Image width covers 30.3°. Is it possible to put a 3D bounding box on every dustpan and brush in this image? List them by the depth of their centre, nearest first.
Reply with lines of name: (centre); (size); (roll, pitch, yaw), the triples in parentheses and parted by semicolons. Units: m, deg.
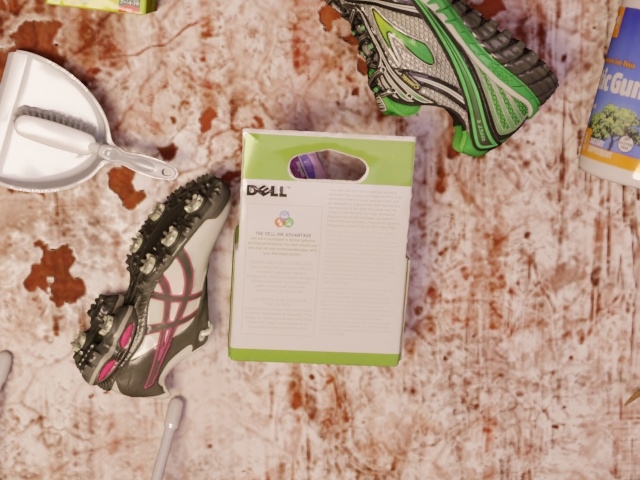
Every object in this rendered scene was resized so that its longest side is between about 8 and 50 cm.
dustpan and brush: (-0.253, -0.105, 1.266); (0.211, 0.060, 0.147); (17, 100, -7)

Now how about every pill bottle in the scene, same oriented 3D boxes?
pill bottle: (0.379, -0.188, 1.249); (0.152, 0.152, 0.272); (12, 100, -7)

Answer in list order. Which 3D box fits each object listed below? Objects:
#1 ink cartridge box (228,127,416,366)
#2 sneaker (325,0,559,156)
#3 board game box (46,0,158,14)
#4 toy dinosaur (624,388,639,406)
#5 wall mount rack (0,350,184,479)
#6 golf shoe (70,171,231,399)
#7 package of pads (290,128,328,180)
ink cartridge box: (0.000, 0.000, 1.278); (0.189, 0.097, 0.255); (3, 106, -5)
sneaker: (0.081, -0.212, 1.231); (0.343, 0.134, 0.146); (36, 98, -11)
board game box: (-0.212, -0.252, 1.175); (0.092, 0.181, 0.043); (6, 101, -6)
toy dinosaur: (0.421, 0.092, 1.367); (0.112, 0.064, 0.211); (7, 92, 13)
wall mount rack: (-0.300, 0.308, 1.323); (0.350, 0.130, 0.304); (16, 104, -7)
golf shoe: (-0.163, 0.052, 1.300); (0.120, 0.105, 0.273); (28, 104, -27)
package of pads: (-0.022, -0.077, 1.303); (0.050, 0.032, 0.083); (-23, 102, 1)
